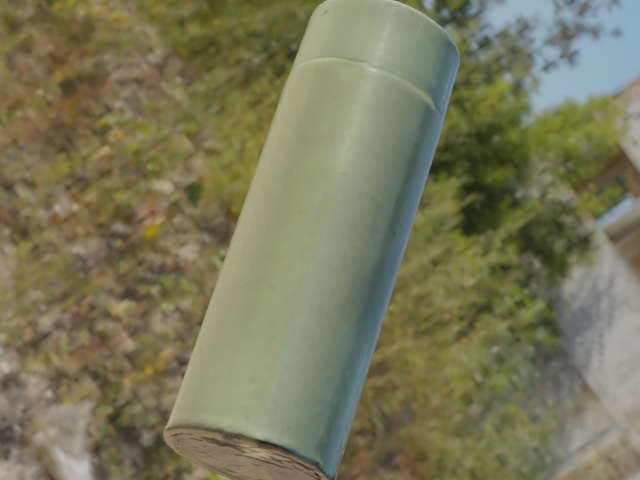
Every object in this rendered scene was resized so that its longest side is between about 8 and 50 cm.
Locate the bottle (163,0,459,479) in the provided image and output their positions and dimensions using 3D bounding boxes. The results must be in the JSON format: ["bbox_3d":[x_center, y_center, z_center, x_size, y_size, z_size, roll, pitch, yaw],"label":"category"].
[{"bbox_3d":[0.000,0.000,0.660,0.072,0.201,0.072,16,-22,7],"label":"bottle"}]
